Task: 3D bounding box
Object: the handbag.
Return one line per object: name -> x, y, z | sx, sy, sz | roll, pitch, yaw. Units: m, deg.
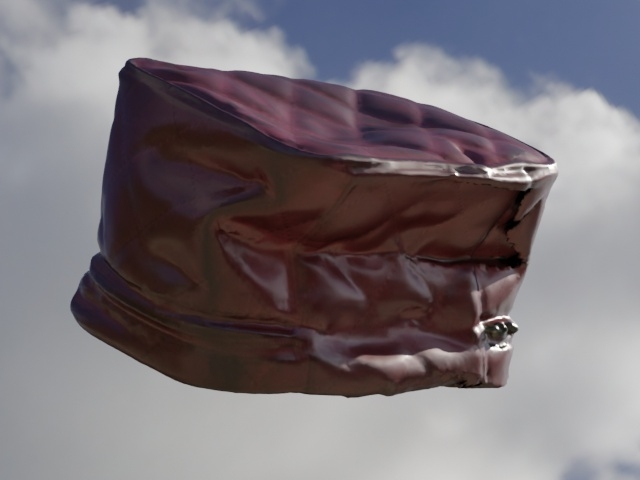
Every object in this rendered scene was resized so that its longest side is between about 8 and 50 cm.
handbag -> 0.000, 0.000, 0.773 | 0.225, 0.146, 0.135 | 2, -73, -47
